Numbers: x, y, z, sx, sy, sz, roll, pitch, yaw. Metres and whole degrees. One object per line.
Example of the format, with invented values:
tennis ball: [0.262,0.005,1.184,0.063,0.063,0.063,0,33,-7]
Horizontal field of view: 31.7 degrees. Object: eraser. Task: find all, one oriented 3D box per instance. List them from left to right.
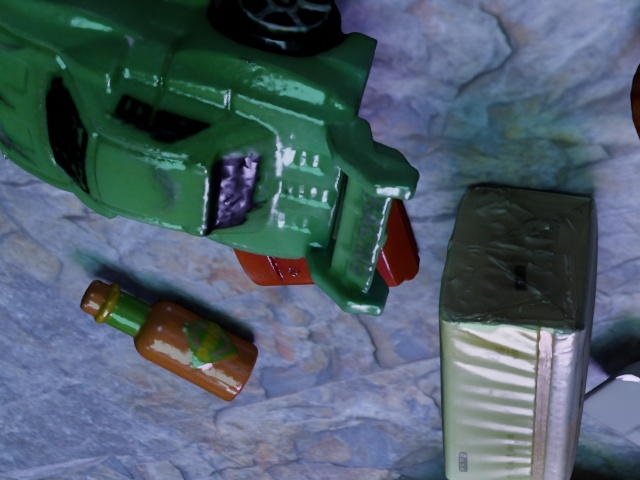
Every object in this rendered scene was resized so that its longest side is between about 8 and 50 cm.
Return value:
eraser: [0.412,0.202,1.098,0.352,0.061,0.089,28,136,-12]

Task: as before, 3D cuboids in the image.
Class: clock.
clock: [0.000,0.000,1.013,0.155,0.061,0.113,-2,135,23]

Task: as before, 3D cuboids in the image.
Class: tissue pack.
tissue pack: [0.170,0.089,0.978,0.125,0.159,0.234,5,137,12]

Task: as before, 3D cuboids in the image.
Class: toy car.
toy car: [-0.099,-0.088,0.862,0.359,0.176,0.213,15,137,2]

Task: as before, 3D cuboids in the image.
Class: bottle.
bottle: [-0.158,0.097,1.158,0.187,0.069,0.069,28,137,-14]

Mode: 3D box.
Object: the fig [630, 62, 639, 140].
fig: [0.290,-0.090,0.791,0.128,0.128,0.150,-21,155,34]
